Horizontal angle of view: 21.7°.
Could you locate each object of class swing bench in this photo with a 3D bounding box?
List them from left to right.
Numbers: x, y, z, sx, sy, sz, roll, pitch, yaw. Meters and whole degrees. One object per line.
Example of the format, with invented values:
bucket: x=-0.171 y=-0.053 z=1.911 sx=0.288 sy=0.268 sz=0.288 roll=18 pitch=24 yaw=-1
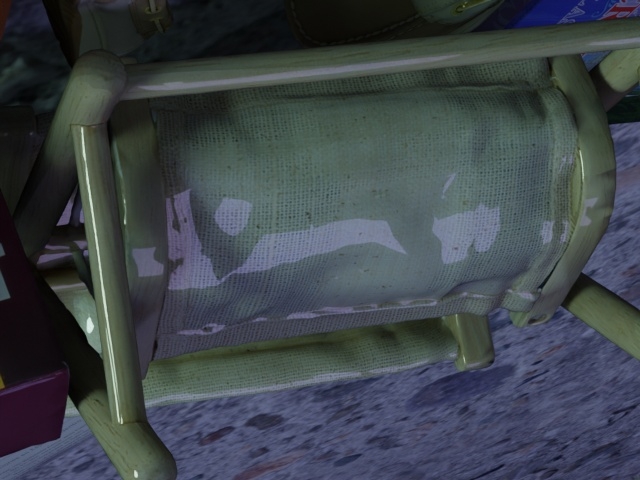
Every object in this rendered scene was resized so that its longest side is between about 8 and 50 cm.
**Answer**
swing bench: x=0.000 y=0.000 z=0.721 sx=0.253 sy=0.165 sz=0.255 roll=-7 pitch=-178 yaw=-20

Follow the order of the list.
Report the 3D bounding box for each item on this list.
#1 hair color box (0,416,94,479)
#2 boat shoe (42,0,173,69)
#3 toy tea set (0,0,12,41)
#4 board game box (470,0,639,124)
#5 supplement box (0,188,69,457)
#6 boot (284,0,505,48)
hair color box: x=-0.238 y=0.056 z=0.848 sx=0.174 sy=0.105 sz=0.347 roll=-30 pitch=161 yaw=17
boat shoe: x=-0.080 y=-0.119 z=0.648 sx=0.059 sy=0.063 sz=0.170 roll=-23 pitch=171 yaw=-12
toy tea set: x=-0.087 y=-0.167 z=0.483 sx=0.336 sy=0.124 sz=0.200 roll=-26 pitch=132 yaw=15
board game box: x=0.223 y=-0.168 z=0.869 sx=0.318 sy=0.066 sz=0.319 roll=-9 pitch=156 yaw=-39
supplement box: x=-0.176 y=-0.003 z=0.634 sx=0.104 sy=0.188 sz=0.081 roll=-18 pitch=160 yaw=-20
boot: x=0.045 y=-0.132 z=0.670 sx=0.213 sy=0.077 sz=0.165 roll=-24 pitch=175 yaw=29
